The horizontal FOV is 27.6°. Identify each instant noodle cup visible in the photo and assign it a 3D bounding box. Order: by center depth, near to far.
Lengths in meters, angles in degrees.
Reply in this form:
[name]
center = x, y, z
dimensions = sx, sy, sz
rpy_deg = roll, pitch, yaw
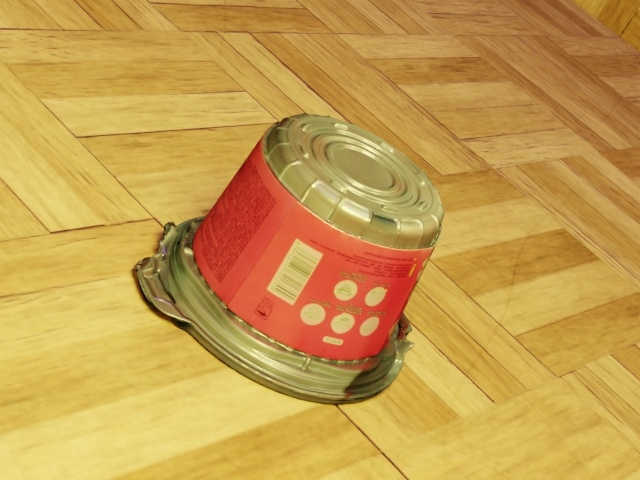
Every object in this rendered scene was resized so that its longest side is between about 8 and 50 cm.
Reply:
[instant noodle cup]
center = 0.000, 0.000, 1.211
dimensions = 0.302, 0.181, 0.258
rpy_deg = 0, 41, -43
